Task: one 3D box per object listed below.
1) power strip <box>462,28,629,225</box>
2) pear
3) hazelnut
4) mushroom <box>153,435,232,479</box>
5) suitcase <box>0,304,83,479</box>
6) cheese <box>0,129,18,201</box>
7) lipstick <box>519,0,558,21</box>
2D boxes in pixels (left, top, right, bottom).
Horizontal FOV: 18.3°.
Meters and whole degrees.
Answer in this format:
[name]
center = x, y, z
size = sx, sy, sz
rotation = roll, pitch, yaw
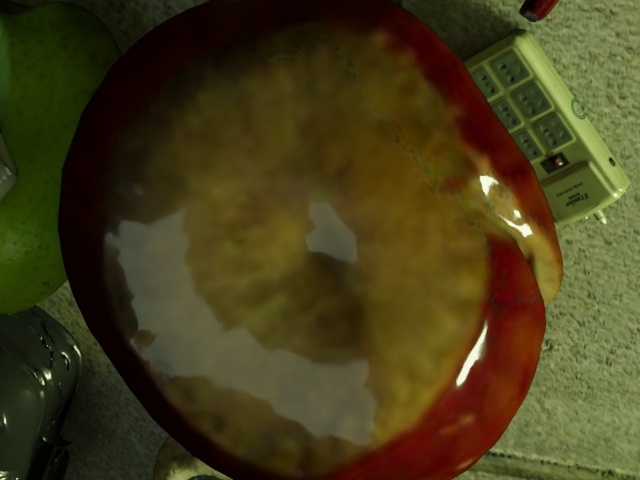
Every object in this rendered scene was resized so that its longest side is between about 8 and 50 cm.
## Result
[power strip]
center = 0.175, -0.081, 1.548
size = 0.076, 0.028, 0.169
rotation = -29, 100, 40
[pear]
center = -0.267, -0.102, 1.725
size = 0.292, 0.159, 0.292
rotation = -8, 79, 48
[hazelnut]
center = 0.000, 0.000, 1.521
size = 0.359, 0.359, 0.409
rotation = -25, 104, 41
[mushroom]
center = -0.085, 0.238, 1.853
size = 0.166, 0.127, 0.166
rotation = 13, 117, 26
[suitcase]
center = -0.411, 0.173, 1.984
size = 0.339, 0.188, 0.345
rotation = 34, 129, 12
[cheese]
center = -0.337, -0.179, 1.679
size = 0.085, 0.034, 0.400
rotation = -51, 50, 34
[lipstick]
center = 0.199, -0.220, 1.447
size = 0.027, 0.027, 0.176
rotation = 42, 133, 4
